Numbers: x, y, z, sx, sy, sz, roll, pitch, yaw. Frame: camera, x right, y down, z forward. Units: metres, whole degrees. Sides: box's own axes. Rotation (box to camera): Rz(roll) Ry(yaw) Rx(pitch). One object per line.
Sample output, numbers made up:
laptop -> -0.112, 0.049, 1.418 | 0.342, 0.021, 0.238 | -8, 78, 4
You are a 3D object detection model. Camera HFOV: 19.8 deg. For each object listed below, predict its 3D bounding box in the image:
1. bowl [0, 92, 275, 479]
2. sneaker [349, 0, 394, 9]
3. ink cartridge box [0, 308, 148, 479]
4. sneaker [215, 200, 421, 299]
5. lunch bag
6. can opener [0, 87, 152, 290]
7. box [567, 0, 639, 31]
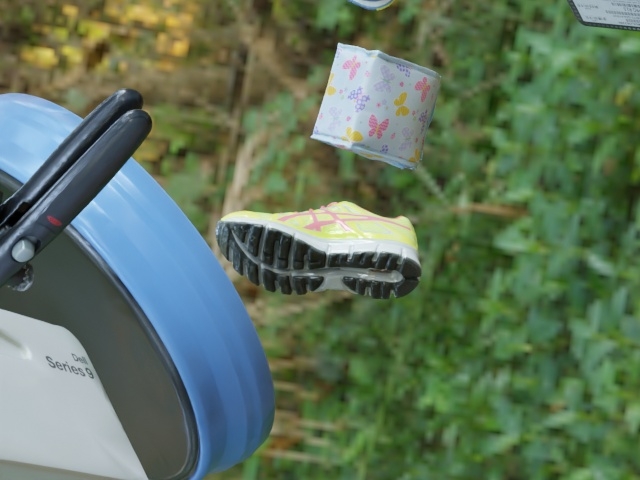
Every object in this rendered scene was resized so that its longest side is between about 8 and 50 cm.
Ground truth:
bowl -> -0.204, 0.055, 1.605 | 0.077, 0.391, 0.391 | -39, -14, -28
sneaker -> 0.012, -0.287, 1.906 | 0.059, 0.144, 0.053 | 88, -159, -53
ink cartridge box -> -0.277, 0.166, 1.059 | 0.289, 0.211, 0.121 | -41, 62, 16
sneaker -> 0.000, 0.000, 1.829 | 0.094, 0.209, 0.081 | -77, -3, -48
lunch bag -> 0.042, -0.089, 1.246 | 0.053, 0.083, 0.071 | 18, 94, 48
can opener -> -0.176, -0.025, 1.167 | 0.186, 0.073, 0.059 | -37, 50, 16
box -> 0.287, -0.210, 1.011 | 0.060, 0.270, 0.216 | 49, -122, -51
